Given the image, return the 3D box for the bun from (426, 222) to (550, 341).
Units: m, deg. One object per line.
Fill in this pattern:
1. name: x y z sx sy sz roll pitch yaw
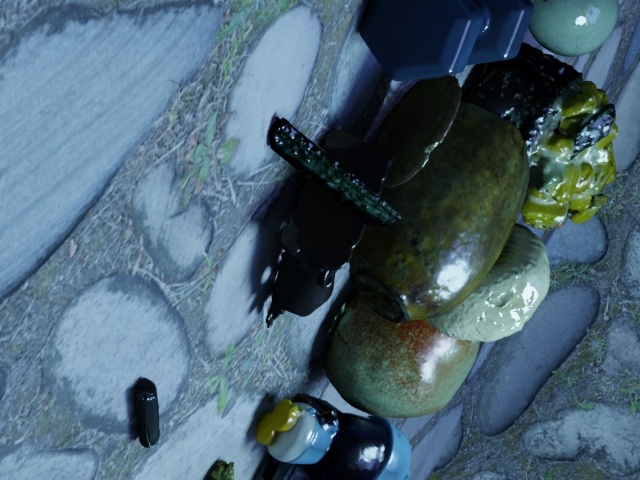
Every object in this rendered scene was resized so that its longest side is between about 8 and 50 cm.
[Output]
1. bun: 0.275 0.070 2.025 0.244 0.244 0.153 -52 124 -27

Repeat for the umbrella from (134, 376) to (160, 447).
1. umbrella: -0.223 0.225 1.599 0.036 0.031 0.133 -46 157 -34

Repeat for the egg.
1. egg: 0.461 -0.424 2.257 0.169 0.169 0.236 -63 168 6

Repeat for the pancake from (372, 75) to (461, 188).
1. pancake: 0.133 -0.159 1.774 0.199 0.021 0.199 -45 -153 31

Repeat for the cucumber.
1. cucumber: 0.008 -0.091 1.606 0.046 0.220 0.070 -47 -156 8

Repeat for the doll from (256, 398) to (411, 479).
1. doll: 0.037 0.360 2.122 0.177 0.314 0.141 -41 -144 28

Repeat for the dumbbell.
1. dumbbell: 0.186 -0.309 1.734 0.325 0.160 0.144 -28 112 -61

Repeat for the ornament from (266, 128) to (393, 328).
1. ornament: 0.000 0.000 1.771 0.260 0.106 0.251 111 5 -61

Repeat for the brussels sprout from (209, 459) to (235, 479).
1. brussels sprout: -0.157 0.396 1.989 0.085 0.058 0.085 11 90 -74

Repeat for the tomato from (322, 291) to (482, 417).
1. tomato: 0.155 0.181 2.208 0.303 0.239 0.303 -54 164 -23

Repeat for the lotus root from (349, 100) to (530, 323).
1. lotus root: 0.171 -0.038 1.914 0.346 0.251 0.250 -57 162 -27

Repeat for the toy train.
1. toy train: -0.087 0.472 2.227 0.086 0.089 0.409 23 97 -47

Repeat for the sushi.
1. sushi: 0.412 -0.186 2.293 0.327 0.285 0.329 -60 161 -4
